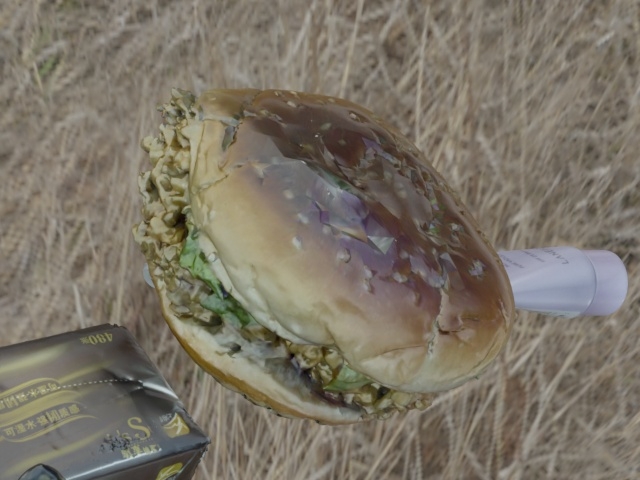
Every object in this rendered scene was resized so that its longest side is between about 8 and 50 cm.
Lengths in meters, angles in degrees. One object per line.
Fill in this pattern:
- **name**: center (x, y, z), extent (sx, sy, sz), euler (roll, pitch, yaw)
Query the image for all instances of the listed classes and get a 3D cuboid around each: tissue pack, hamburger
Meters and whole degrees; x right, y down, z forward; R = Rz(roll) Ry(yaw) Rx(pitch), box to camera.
- **tissue pack**: center (-0.335, 0.241, 1.530), extent (0.370, 0.198, 0.210), euler (-12, 52, -43)
- **hamburger**: center (0.000, 0.000, 1.001), extent (0.286, 0.146, 0.243), euler (32, 36, -7)

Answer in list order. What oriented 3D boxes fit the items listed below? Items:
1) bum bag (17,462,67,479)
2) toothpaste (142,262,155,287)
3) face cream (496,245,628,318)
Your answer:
- **bum bag**: center (-0.143, 0.243, 1.034), extent (0.069, 0.248, 0.102), euler (-17, 50, 35)
- **toothpaste**: center (-0.100, -0.039, 1.721), extent (0.301, 0.048, 0.075), euler (-42, 100, -36)
- **face cream**: center (0.273, 0.053, 1.921), extent (0.274, 0.154, 0.096), euler (2, 109, -32)
